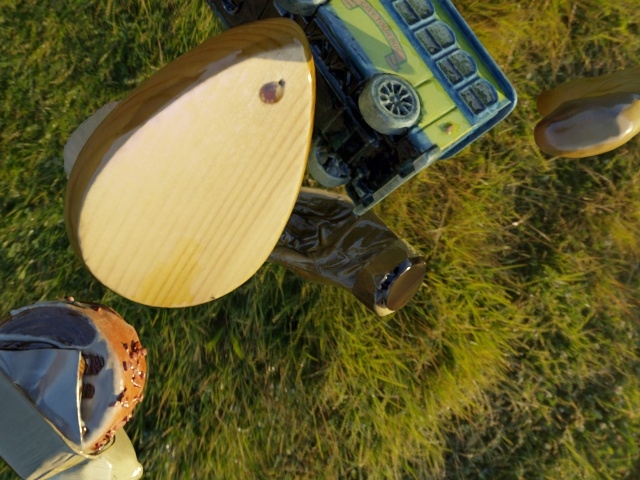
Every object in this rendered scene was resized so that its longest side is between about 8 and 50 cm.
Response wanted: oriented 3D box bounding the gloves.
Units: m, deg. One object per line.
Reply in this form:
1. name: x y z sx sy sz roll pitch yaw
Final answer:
1. gloves: 0.011 -0.001 0.979 0.141 0.331 0.154 -17 131 -51

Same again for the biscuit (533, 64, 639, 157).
1. biscuit: 0.251 -0.117 0.471 0.164 0.208 0.047 -16 102 26

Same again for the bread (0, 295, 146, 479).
1. bread: -0.340 0.179 0.784 0.224 0.142 0.212 44 86 5

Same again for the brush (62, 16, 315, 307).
1. brush: -0.105 -0.083 0.520 0.174 0.166 0.266 27 112 -33

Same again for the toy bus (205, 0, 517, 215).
1. toy bus: 0.036 -0.207 0.646 0.190 0.152 0.312 -35 88 -32

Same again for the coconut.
1. coconut: -0.464 0.448 1.182 0.224 0.224 0.224 -2 99 -11
